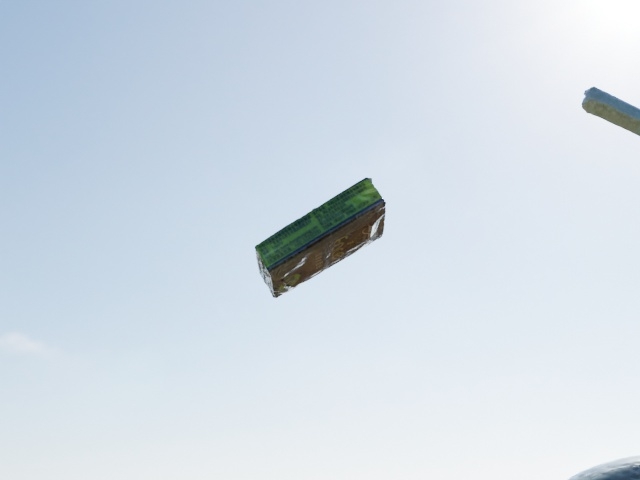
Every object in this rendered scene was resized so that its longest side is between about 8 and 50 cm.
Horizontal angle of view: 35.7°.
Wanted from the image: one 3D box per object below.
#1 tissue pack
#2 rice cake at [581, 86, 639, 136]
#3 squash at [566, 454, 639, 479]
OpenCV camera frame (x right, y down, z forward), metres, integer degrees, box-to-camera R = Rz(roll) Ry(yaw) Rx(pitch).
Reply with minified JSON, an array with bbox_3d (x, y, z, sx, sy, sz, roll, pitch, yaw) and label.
[{"bbox_3d":[0.000,0.000,1.722,0.235,0.073,0.173,-31,-17,-11],"label":"tissue pack"},{"bbox_3d":[0.577,-0.204,1.760,0.245,0.045,0.042,26,-47,3],"label":"rice cake"},{"bbox_3d":[0.334,0.326,1.001,0.309,0.310,0.310,26,-24,-16],"label":"squash"}]
